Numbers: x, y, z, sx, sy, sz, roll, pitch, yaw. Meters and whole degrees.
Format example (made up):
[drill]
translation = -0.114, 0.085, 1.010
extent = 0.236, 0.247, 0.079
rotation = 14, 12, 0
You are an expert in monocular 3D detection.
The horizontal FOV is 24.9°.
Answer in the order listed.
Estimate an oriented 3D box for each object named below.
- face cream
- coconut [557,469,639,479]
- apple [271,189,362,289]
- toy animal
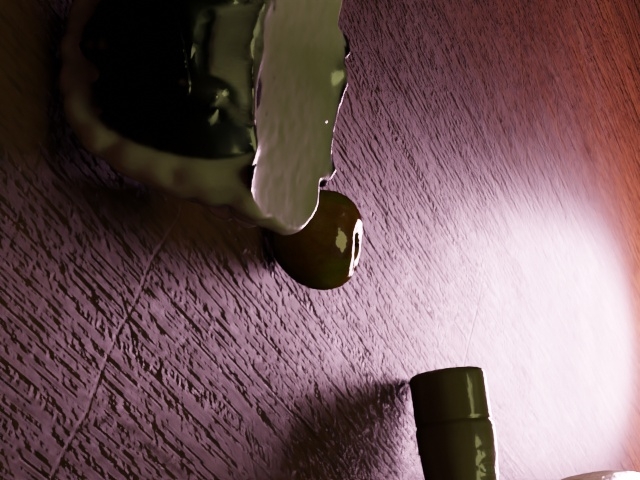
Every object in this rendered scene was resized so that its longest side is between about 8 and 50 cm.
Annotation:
[face cream]
translation = 0.155, 0.304, 1.500
extent = 0.137, 0.084, 0.341
rotation = 64, 18, -76
[coconut]
translation = 0.373, 0.408, 1.829
extent = 0.247, 0.245, 0.244
rotation = 3, 83, -59
[apple]
translation = 0.000, 0.000, 1.276
extent = 0.089, 0.075, 0.089
rotation = -3, 90, -67
[toy animal]
translation = -0.078, -0.114, 1.032
extent = 0.204, 0.156, 0.208
rotation = 23, 73, -65
